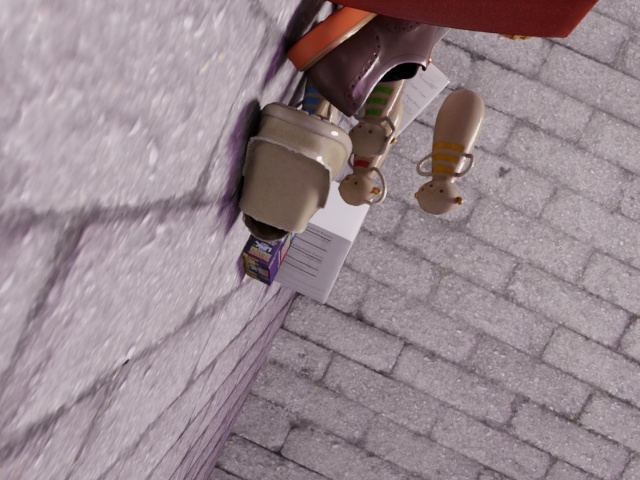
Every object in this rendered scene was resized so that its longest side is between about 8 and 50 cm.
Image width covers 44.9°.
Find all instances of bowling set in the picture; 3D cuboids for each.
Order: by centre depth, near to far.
[{"bbox_3d":[0.025,-0.139,0.909,0.200,0.287,0.154,33,70,-44],"label":"bowling set"}]

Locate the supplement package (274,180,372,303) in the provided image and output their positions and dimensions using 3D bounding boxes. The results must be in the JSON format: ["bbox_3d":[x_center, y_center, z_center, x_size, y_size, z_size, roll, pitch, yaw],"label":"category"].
[{"bbox_3d":[0.000,0.000,1.672,0.244,0.134,0.139,112,4,-52],"label":"supplement package"}]

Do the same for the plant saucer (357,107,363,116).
[{"bbox_3d":[0.184,-0.401,1.740,0.317,0.044,0.317,-48,-178,3],"label":"plant saucer"}]

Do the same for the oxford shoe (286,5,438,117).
[{"bbox_3d":[0.084,-0.221,0.812,0.271,0.098,0.097,-40,-171,-28],"label":"oxford shoe"}]

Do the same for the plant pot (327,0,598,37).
[{"bbox_3d":[0.151,-0.315,0.614,0.267,0.236,0.267,93,22,-82],"label":"plant pot"}]

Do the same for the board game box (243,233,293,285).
[{"bbox_3d":[-0.066,-0.014,1.191,0.170,0.048,0.141,104,11,-77],"label":"board game box"}]

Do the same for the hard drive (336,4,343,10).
[{"bbox_3d":[0.076,-0.350,0.919,0.307,0.040,0.203,101,15,-79],"label":"hard drive"}]

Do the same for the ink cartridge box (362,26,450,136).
[{"bbox_3d":[0.173,-0.324,1.344,0.261,0.066,0.296,-47,-162,18],"label":"ink cartridge box"}]

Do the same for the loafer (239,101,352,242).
[{"bbox_3d":[-0.033,-0.059,0.821,0.268,0.102,0.092,108,2,-75],"label":"loafer"}]

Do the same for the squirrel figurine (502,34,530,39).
[{"bbox_3d":[0.365,-0.585,1.450,0.397,0.370,0.281,-43,176,-8],"label":"squirrel figurine"}]
